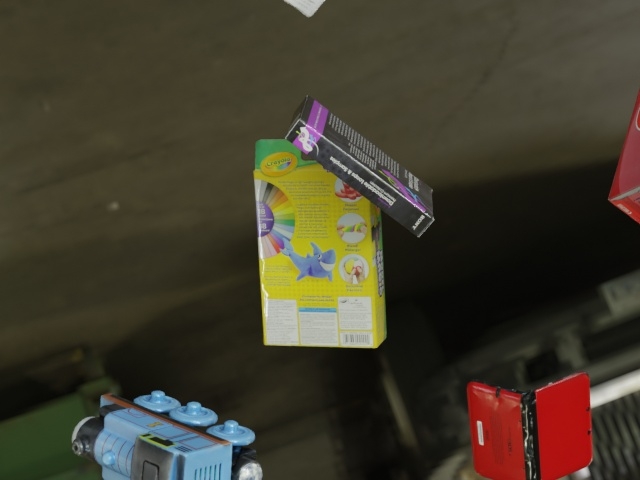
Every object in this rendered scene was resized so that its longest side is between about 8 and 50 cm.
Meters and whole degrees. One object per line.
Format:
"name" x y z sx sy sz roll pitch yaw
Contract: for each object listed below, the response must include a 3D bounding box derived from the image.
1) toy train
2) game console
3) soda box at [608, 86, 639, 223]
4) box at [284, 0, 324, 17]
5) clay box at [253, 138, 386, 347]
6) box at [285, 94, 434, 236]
"toy train" -0.135 0.181 1.411 0.184 0.080 0.105 16 -165 43
"game console" 0.251 0.220 1.985 0.124 0.144 0.085 13 -144 32
"soda box" 0.336 -0.125 1.444 0.092 0.263 0.083 35 145 -20
"box" 0.003 -0.316 1.430 0.114 0.103 0.203 28 115 -38
"clay box" 0.000 0.000 1.744 0.127 0.222 0.053 1 -170 16
"box" 0.040 -0.074 1.617 0.029 0.162 0.116 -53 -173 15
